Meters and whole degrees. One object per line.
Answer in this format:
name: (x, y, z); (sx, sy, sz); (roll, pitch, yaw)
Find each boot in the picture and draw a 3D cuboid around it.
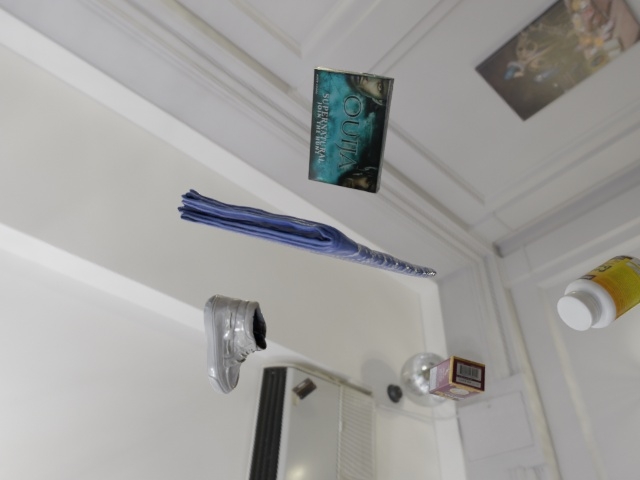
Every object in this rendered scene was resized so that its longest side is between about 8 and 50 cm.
boot: (-0.181, 0.243, 1.077); (0.095, 0.123, 0.259); (-61, -28, -59)

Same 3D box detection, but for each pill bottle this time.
pill bottle: (0.646, 0.122, 1.103); (0.214, 0.117, 0.117); (-23, -103, -23)

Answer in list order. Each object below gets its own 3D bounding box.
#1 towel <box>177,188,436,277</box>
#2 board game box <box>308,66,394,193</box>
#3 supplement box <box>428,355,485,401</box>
towel: (0.000, 0.000, 0.670); (0.336, 0.243, 0.040); (17, -93, -59)
board game box: (0.046, -0.176, 0.785); (0.126, 0.186, 0.026); (14, -149, 17)
supplement box: (0.208, 0.213, 0.743); (0.054, 0.083, 0.043); (16, -120, -5)
